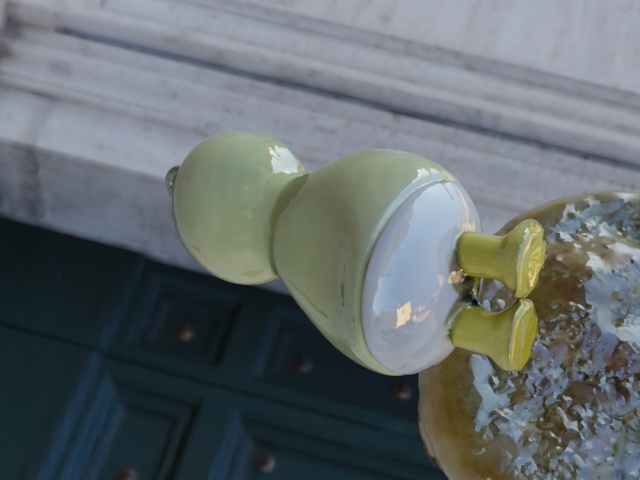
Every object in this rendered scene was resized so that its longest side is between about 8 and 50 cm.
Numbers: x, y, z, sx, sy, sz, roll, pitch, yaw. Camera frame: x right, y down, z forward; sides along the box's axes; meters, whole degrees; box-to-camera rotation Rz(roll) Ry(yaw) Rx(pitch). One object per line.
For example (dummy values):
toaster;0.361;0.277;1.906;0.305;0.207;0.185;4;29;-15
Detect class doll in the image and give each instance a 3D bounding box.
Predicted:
doll;0.008;-0.004;0.873;0.117;0.296;0.141;-22;124;-37

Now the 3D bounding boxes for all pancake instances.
pancake;0.272;0.117;1.146;0.082;0.387;0.387;97;9;-61
